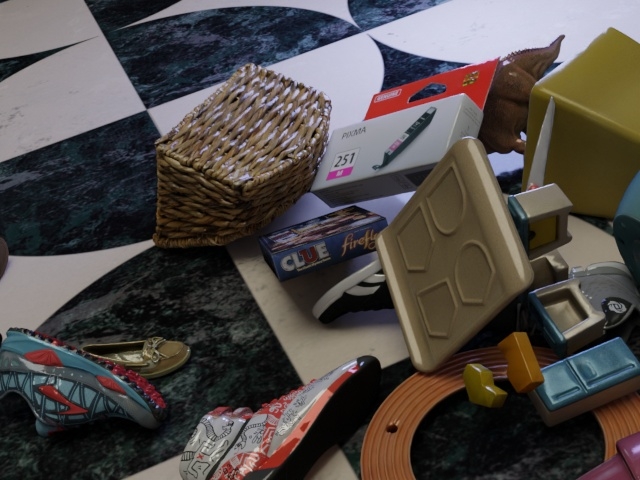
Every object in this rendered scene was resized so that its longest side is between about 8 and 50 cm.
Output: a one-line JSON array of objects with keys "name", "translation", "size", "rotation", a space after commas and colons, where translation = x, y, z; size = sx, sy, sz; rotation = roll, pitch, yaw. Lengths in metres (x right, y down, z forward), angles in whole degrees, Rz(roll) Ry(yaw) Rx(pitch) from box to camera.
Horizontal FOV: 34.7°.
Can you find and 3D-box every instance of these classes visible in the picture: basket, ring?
[{"name": "basket", "translation": [-0.112, -0.109, 1.679], "size": [0.213, 0.223, 0.299], "rotation": [24, 45, 16]}, {"name": "ring", "translation": [0.211, 0.242, 1.164], "size": [0.336, 0.032, 0.336], "rotation": [-10, 35, 7]}]

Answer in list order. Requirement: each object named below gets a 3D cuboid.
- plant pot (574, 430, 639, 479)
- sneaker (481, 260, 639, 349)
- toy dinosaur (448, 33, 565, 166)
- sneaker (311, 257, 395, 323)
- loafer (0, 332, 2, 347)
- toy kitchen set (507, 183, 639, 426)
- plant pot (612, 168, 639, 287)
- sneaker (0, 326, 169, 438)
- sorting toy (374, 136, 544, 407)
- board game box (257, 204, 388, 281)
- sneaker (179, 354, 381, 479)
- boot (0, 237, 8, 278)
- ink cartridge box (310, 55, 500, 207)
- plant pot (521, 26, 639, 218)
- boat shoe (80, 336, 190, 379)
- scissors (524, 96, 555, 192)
[{"name": "plant pot", "translation": [0.277, 0.292, 0.938], "size": [0.180, 0.201, 0.201], "rotation": [-24, 33, 8]}, {"name": "sneaker", "translation": [0.302, 0.098, 1.290], "size": [0.228, 0.086, 0.132], "rotation": [-12, 37, 2]}, {"name": "toy dinosaur", "translation": [0.284, -0.218, 1.627], "size": [0.200, 0.296, 0.127], "rotation": [27, 9, -6]}, {"name": "sneaker", "translation": [0.099, 0.083, 1.391], "size": [0.217, 0.121, 0.079], "rotation": [-36, -9, 19]}, {"name": "loafer", "translation": [-0.508, 0.188, 1.455], "size": [0.078, 0.080, 0.220], "rotation": [-11, 34, 5]}, {"name": "toy kitchen set", "translation": [0.265, 0.070, 1.169], "size": [0.122, 0.166, 0.207], "rotation": [-22, 50, -7]}, {"name": "plant pot", "translation": [0.498, -0.018, 1.219], "size": [0.235, 0.293, 0.293], "rotation": [-32, 36, -4]}, {"name": "sneaker", "translation": [-0.323, 0.212, 1.366], "size": [0.262, 0.104, 0.125], "rotation": [19, 83, 22]}, {"name": "sorting toy", "translation": [0.172, 0.061, 1.224], "size": [0.041, 0.229, 0.307], "rotation": [2, 57, -31]}, {"name": "board game box", "translation": [0.000, 0.000, 1.483], "size": [0.165, 0.042, 0.243], "rotation": [-18, 8, -6]}, {"name": "sneaker", "translation": [-0.051, 0.215, 1.243], "size": [0.145, 0.090, 0.270], "rotation": [18, 48, 35]}, {"name": "boot", "translation": [-0.624, 0.059, 1.693], "size": [0.152, 0.073, 0.197], "rotation": [0, 34, 27]}, {"name": "ink cartridge box", "translation": [0.130, -0.178, 1.579], "size": [0.275, 0.060, 0.239], "rotation": [-10, 51, 45]}, {"name": "plant pot", "translation": [0.439, -0.153, 1.503], "size": [0.187, 0.212, 0.212], "rotation": [31, 53, 33]}, {"name": "boat shoe", "translation": [-0.259, 0.160, 1.433], "size": [0.153, 0.048, 0.056], "rotation": [-6, 35, 12]}, {"name": "scissors", "translation": [0.279, -0.051, 1.392], "size": [0.109, 0.297, 0.021], "rotation": [-2, -7, 3]}]
